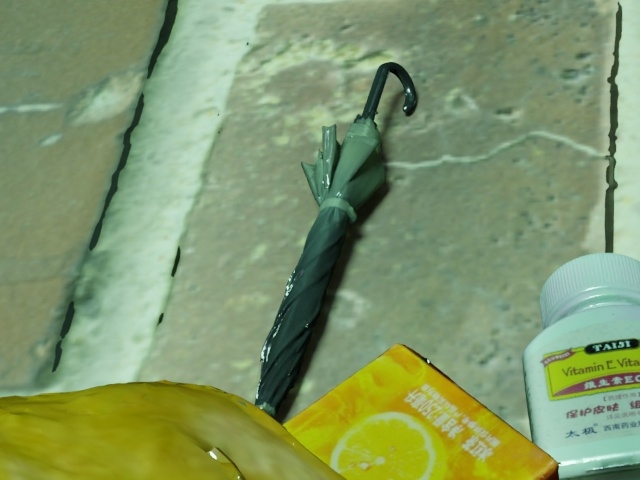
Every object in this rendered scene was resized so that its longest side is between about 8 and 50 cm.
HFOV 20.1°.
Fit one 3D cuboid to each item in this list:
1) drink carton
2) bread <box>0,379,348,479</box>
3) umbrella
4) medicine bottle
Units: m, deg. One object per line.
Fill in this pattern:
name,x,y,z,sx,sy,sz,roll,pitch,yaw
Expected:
drink carton,-0.021,0.141,0.662,0.223,0.071,0.096,-33,46,-22
bread,-0.017,0.197,0.382,0.215,0.398,0.398,-54,39,18
umbrella,-0.003,-0.004,0.848,0.044,0.044,0.269,-23,29,37
medicine bottle,0.120,0.062,0.729,0.074,0.055,0.118,-8,40,7
